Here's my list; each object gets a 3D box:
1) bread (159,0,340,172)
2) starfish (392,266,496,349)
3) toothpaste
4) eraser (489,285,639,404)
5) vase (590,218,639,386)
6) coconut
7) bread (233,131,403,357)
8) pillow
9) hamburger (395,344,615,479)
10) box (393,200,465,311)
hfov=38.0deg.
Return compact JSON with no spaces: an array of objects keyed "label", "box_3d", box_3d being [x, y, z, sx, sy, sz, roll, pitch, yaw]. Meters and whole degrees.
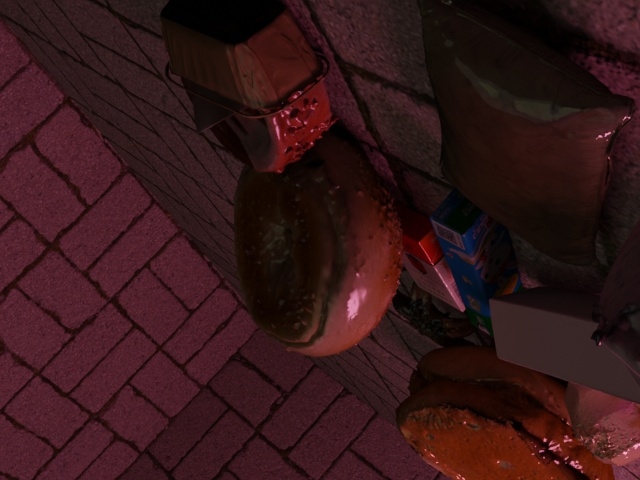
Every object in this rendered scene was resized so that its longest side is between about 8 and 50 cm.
[{"label":"bread","box_3d":[-0.089,-0.184,1.087,0.224,0.142,0.211,31,150,42]},{"label":"starfish","box_3d":[0.185,0.119,1.447,0.190,0.074,0.146,43,163,-7]},{"label":"toothpaste","box_3d":[0.194,0.029,1.107,0.050,0.065,0.266,31,163,34]},{"label":"eraser","box_3d":[0.287,0.104,0.966,0.298,0.078,0.076,-173,72,-70]},{"label":"vase","box_3d":[0.361,0.099,0.440,0.445,0.250,0.250,38,168,1]},{"label":"coconut","box_3d":[0.346,0.182,1.036,0.116,0.122,0.116,37,-151,-25]},{"label":"bread","box_3d":[0.000,0.000,1.233,0.306,0.159,0.305,15,108,56]},{"label":"pillow","box_3d":[0.167,-0.081,0.783,0.185,0.075,0.302,36,167,23]},{"label":"hamburger","box_3d":[0.282,0.283,1.380,0.305,0.174,0.284,36,158,-23]},{"label":"box","box_3d":[0.148,0.022,1.276,0.100,0.048,0.152,27,161,50]}]
